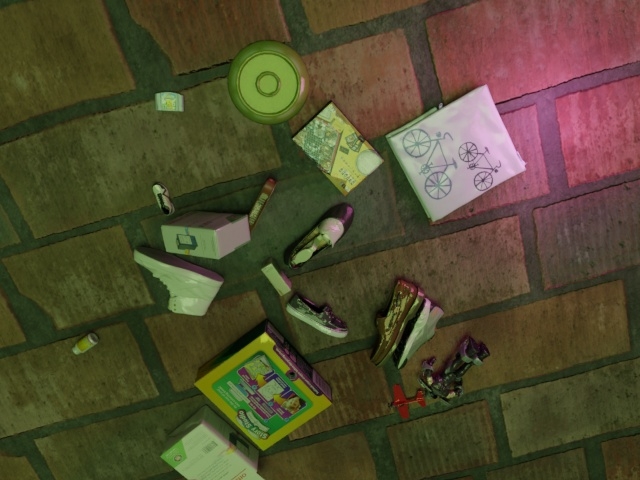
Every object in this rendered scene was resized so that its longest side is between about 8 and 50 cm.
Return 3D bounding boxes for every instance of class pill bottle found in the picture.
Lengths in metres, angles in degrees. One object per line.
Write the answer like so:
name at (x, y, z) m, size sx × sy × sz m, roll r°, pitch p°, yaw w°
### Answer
pill bottle at (-0.787, 0.346, 1.898) m, size 0.083 × 0.043 × 0.043 m, roll -34°, pitch 108°, yaw 9°

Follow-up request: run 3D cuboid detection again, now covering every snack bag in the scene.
snack bag at (0.418, -0.270, 1.741) m, size 0.342 × 0.037 × 0.323 m, roll -30°, pitch 109°, yaw 8°

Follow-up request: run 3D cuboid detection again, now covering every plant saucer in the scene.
plant saucer at (-0.151, -0.454, 1.646) m, size 0.241 × 0.037 × 0.241 m, roll -1°, pitch 110°, yaw -3°

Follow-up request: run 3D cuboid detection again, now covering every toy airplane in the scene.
toy airplane at (0.316, 0.582, 2.046) m, size 0.151 × 0.028 × 0.151 m, roll -1°, pitch 109°, yaw -2°

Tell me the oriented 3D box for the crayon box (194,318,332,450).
crayon box at (-0.191, 0.501, 1.951) m, size 0.313 × 0.106 × 0.363 m, roll -36°, pitch 107°, yaw 11°

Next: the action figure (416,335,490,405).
action figure at (0.459, 0.462, 1.979) m, size 0.185 × 0.099 × 0.285 m, roll 35°, pitch 108°, yaw -21°

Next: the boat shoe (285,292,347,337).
boat shoe at (-0.001, 0.243, 1.888) m, size 0.228 × 0.080 × 0.076 m, roll 29°, pitch 108°, yaw -4°

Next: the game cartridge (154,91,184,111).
game cartridge at (-0.442, -0.407, 1.660) m, size 0.083 × 0.017 × 0.056 m, roll 1°, pitch 106°, yaw -3°

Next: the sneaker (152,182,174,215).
sneaker at (-0.483, -0.126, 1.744) m, size 0.040 × 0.044 × 0.109 m, roll -23°, pitch 108°, yaw 8°

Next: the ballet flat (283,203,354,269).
ballet flat at (0.000, 0.000, 1.785) m, size 0.280 × 0.096 × 0.095 m, roll -42°, pitch 106°, yaw 11°

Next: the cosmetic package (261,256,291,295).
cosmetic package at (-0.142, 0.117, 1.840) m, size 0.041 × 0.060 × 0.115 m, roll -31°, pitch 107°, yaw 9°

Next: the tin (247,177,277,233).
tin at (-0.188, -0.105, 1.735) m, size 0.040 × 0.106 × 0.190 m, roll 28°, pitch 105°, yaw -4°

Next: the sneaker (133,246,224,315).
sneaker at (-0.476, 0.143, 1.807) m, size 0.292 × 0.108 × 0.169 m, roll 25°, pitch 104°, yaw -12°

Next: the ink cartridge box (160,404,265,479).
ink cartridge box at (-0.365, 0.787, 2.037) m, size 0.207 × 0.119 × 0.353 m, roll -39°, pitch 106°, yaw 10°

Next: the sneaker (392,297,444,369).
sneaker at (0.328, 0.327, 1.920) m, size 0.108 × 0.100 × 0.272 m, roll 21°, pitch 107°, yaw -15°

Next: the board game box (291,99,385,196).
board game box at (0.053, -0.276, 1.717) m, size 0.165 × 0.042 × 0.243 m, roll -40°, pitch 107°, yaw 11°

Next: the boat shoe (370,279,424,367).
boat shoe at (0.228, 0.272, 1.897) m, size 0.104 × 0.111 × 0.307 m, roll 26°, pitch 97°, yaw -7°

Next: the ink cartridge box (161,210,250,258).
ink cartridge box at (-0.339, -0.022, 1.685) m, size 0.212 × 0.154 × 0.093 m, roll 7°, pitch 113°, yaw 29°
